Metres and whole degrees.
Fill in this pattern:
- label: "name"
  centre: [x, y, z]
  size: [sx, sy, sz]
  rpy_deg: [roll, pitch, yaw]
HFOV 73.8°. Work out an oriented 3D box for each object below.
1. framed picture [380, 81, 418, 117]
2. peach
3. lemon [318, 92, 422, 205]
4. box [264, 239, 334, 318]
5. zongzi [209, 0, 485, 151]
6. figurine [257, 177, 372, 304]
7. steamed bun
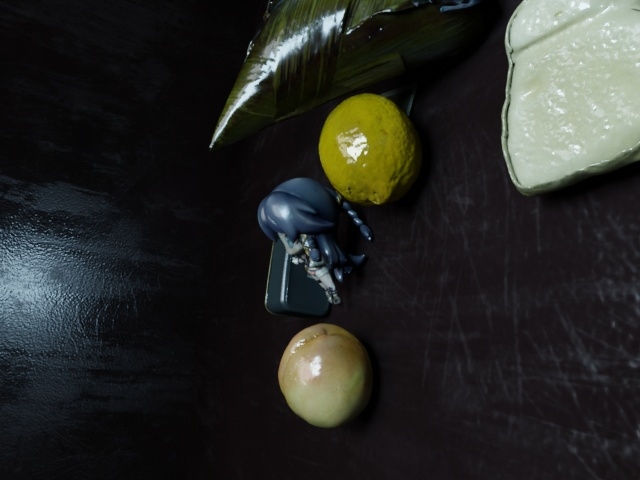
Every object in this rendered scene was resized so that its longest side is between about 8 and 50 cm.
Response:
- label: "framed picture"
  centre: [0.150, -0.242, 0.930]
  size: [0.142, 0.011, 0.183]
  rpy_deg: [19, 96, 66]
- label: "peach"
  centre: [0.012, 0.246, 0.796]
  size: [0.184, 0.184, 0.184]
  rpy_deg: [-42, 42, 53]
- label: "lemon"
  centre: [0.091, -0.170, 0.796]
  size: [0.188, 0.188, 0.256]
  rpy_deg: [-51, 43, 45]
- label: "box"
  centre: [-0.044, 0.084, 1.031]
  size: [0.090, 0.145, 0.200]
  rpy_deg: [-19, 60, 59]
- label: "zongzi"
  centre: [0.041, -0.301, 0.732]
  size: [0.403, 0.208, 0.432]
  rpy_deg: [17, 71, 29]
- label: "figurine"
  centre: [-0.011, -0.010, 0.914]
  size: [0.175, 0.265, 0.197]
  rpy_deg: [-18, 33, 48]
- label: "steamed bun"
  centre: [0.296, -0.179, 0.453]
  size: [0.231, 0.111, 0.212]
  rpy_deg: [-26, 78, 56]
